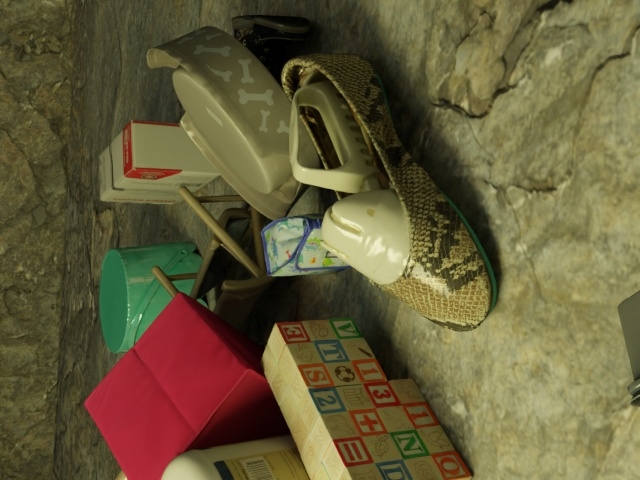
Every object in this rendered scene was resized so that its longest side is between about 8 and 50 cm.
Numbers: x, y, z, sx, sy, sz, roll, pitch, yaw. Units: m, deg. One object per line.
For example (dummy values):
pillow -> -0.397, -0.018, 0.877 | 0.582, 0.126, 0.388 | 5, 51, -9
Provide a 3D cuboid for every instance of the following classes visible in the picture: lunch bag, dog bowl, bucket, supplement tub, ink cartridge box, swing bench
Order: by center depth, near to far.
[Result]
supplement tub -> -0.046, 0.387, 1.142 | 0.228, 0.316, 0.228 | 5, 96, 59
lunch bag -> 0.000, 0.000, 1.243 | 0.151, 0.129, 0.096 | -35, 62, 54
dog bowl -> -0.135, -0.196, 1.337 | 0.349, 0.102, 0.348 | 46, 166, 14
swing bench -> -0.185, 0.068, 1.547 | 0.254, 0.165, 0.253 | 62, 140, 31
ink cartridge box -> -0.363, -0.167, 1.811 | 0.273, 0.197, 0.114 | -23, 69, 58
bucket -> -0.391, 0.137, 1.885 | 0.281, 0.183, 0.281 | 3, 93, 60

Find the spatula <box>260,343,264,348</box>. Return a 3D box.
spatula -> -0.182, 0.305, 1.611 | 0.030, 0.084, 0.296 | 40, 128, 3

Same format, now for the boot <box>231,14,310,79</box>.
boot -> -0.091, -0.309, 1.451 | 0.236, 0.085, 0.178 | 26, 118, 57

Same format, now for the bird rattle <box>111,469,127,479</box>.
bird rattle -> -0.338, 0.515, 1.728 | 0.143, 0.207, 0.253 | 42, 160, 50

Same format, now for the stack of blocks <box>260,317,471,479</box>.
stack of blocks -> 0.052, 0.240, 1.116 | 0.297, 0.171, 0.087 | 59, 139, 43

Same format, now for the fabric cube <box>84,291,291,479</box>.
fabric cube -> -0.177, 0.289, 1.329 | 0.259, 0.254, 0.258 | -50, 42, -3

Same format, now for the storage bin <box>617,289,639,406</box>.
storage bin -> 0.321, 0.084, 0.685 | 0.098, 0.135, 0.091 | 129, 142, -49

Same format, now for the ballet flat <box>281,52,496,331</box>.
ballet flat -> 0.053, -0.076, 1.094 | 0.164, 0.182, 0.482 | -59, 43, 42
